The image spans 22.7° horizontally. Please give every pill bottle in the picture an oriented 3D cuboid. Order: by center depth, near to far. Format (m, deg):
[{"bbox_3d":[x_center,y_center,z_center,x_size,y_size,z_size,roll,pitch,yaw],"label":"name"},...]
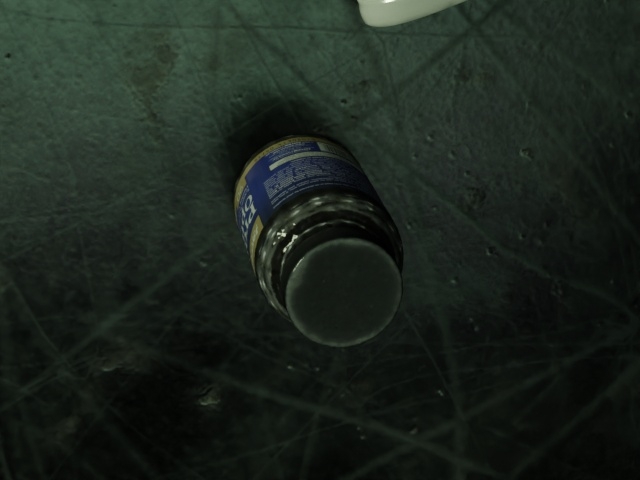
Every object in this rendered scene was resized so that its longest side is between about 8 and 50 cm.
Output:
[{"bbox_3d":[0.000,0.000,1.318,0.122,0.219,0.123,-4,112,-9],"label":"pill bottle"}]

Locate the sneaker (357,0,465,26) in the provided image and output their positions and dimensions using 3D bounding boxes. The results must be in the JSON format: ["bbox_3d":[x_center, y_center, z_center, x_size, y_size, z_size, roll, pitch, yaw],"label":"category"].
[{"bbox_3d":[0.144,-0.303,1.288,0.292,0.108,0.169,-23,117,0],"label":"sneaker"}]
